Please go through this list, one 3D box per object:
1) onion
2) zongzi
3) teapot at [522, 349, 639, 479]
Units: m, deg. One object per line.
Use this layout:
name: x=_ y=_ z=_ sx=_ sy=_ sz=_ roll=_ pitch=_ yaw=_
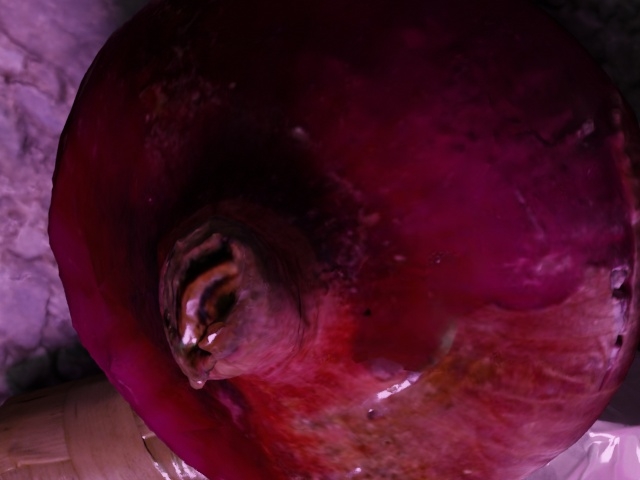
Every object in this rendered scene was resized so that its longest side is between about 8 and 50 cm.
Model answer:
onion: x=0.000 y=0.000 z=0.997 sx=0.347 sy=0.385 sz=0.348 roll=3 pitch=100 yaw=17
zongzi: x=-0.085 y=0.183 z=1.286 sx=0.228 sy=0.115 sz=0.256 roll=-18 pitch=124 yaw=23
teapot: x=0.210 y=0.157 z=1.172 sx=0.221 sy=0.163 sz=0.178 roll=4 pitch=113 yaw=10
